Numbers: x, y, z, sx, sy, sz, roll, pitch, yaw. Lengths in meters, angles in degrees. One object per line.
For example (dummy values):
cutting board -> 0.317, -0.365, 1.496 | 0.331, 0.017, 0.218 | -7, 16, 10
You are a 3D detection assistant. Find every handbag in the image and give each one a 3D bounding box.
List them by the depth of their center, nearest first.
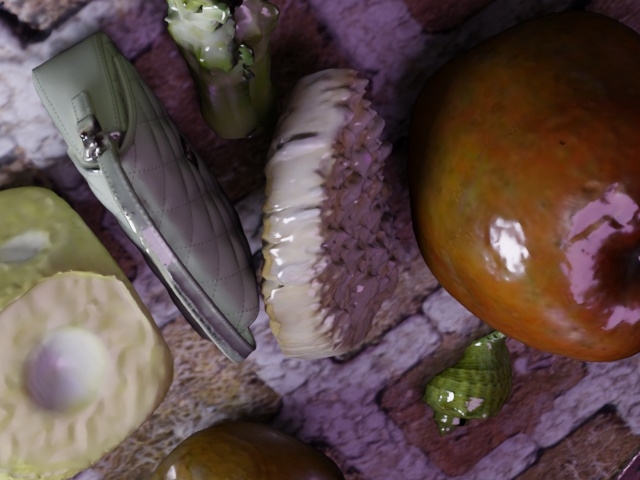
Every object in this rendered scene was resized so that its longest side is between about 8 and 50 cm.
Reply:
handbag -> -0.113, -0.018, 1.318 | 0.079, 0.219, 0.256 | -31, 137, 2

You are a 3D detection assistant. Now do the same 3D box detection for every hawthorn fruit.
hawthorn fruit -> 0.212, -0.030, 1.433 | 0.267, 0.301, 0.268 | -12, 125, -17

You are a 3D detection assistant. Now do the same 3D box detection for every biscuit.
biscuit -> 0.000, 0.000, 1.427 | 0.084, 0.179, 0.281 | 11, 147, 17

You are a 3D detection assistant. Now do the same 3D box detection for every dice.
dice -> -0.227, 0.072, 1.341 | 0.166, 0.169, 0.169 | -35, 123, -15

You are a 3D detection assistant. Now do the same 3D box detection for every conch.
conch -> 0.148, 0.140, 1.721 | 0.121, 0.074, 0.089 | -61, 163, 3

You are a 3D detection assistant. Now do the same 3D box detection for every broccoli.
broccoli -> -0.077, -0.173, 1.280 | 0.145, 0.165, 0.304 | -54, 156, -24

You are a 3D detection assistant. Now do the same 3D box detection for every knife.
knife -> 0.326, 0.285, 1.969 | 0.035, 0.018, 0.247 | 15, 115, -34

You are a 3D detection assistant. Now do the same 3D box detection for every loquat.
loquat -> -0.063, 0.259, 1.617 | 0.179, 0.179, 0.227 | -48, 142, 14
